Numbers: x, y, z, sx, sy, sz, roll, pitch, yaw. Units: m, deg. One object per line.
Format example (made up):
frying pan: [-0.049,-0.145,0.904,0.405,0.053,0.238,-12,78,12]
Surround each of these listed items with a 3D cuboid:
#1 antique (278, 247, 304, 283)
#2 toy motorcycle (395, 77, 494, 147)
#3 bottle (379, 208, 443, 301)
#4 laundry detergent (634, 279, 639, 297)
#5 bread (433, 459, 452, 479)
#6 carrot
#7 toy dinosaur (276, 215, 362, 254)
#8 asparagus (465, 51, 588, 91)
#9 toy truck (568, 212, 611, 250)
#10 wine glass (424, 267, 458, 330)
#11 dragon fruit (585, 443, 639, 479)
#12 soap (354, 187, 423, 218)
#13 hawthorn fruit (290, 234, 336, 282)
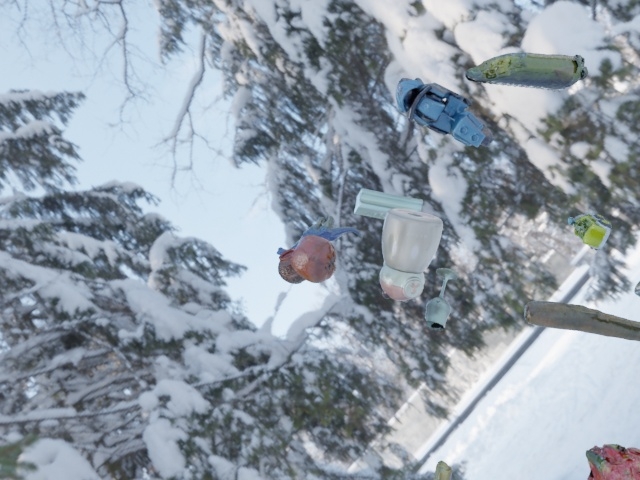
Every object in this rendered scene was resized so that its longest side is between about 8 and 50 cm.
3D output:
antique: [-0.073,0.078,1.677,0.104,0.104,0.104,-41,-22,-21]
toy motorcycle: [0.421,-0.456,2.079,0.232,0.416,0.172,-22,-31,-57]
bottle: [0.222,0.045,1.507,0.148,0.148,0.236,-9,-67,-59]
laundry detergent: [0.777,0.156,1.221,0.070,0.226,0.099,-49,-13,-3]
bread: [0.236,0.473,1.133,0.049,0.034,0.087,83,-163,-81]
carrot: [0.656,0.193,1.375,0.070,0.343,0.070,9,-90,-84]
toy dinosaur: [0.000,0.000,1.924,0.188,0.248,0.075,-57,-33,-43]
asparagus: [0.643,-0.530,1.813,0.382,0.108,0.128,-2,-4,-19]
toy truck: [0.661,-0.029,1.446,0.111,0.077,0.076,-90,14,-66]
wine glass: [0.392,0.192,1.900,0.079,0.079,0.195,84,-156,-62]
dragon fruit: [0.978,0.762,1.824,0.237,0.303,0.231,-32,-62,-17]
soap: [0.287,-0.142,2.494,0.160,0.266,0.087,118,162,-80]
hawthorn fruit: [-0.015,0.045,1.472,0.128,0.128,0.128,-41,-22,-21]
